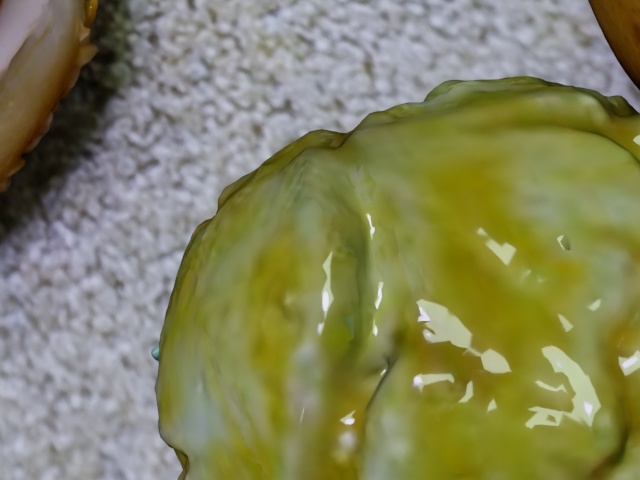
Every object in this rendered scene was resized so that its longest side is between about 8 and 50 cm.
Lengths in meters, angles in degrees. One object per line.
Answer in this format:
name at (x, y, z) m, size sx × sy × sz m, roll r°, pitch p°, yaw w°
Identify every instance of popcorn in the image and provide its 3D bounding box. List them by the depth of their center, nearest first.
popcorn at (0.053, 0.048, 0.474) m, size 0.221 × 0.184 × 0.204 m, roll -6°, pitch 68°, yaw 13°

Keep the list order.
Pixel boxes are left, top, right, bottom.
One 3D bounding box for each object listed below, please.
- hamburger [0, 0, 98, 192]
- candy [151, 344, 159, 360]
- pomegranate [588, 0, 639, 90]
hamburger at (-0.276, -0.136, 0.629) m, size 0.330 × 0.250 × 0.330 m, roll -8°, pitch 64°, yaw 17°
candy at (0.000, 0.000, 0.595) m, size 0.184 × 0.055 × 0.049 m, roll -36°, pitch 51°, yaw 8°
pomegranate at (0.216, -0.134, 0.465) m, size 0.264 × 0.264 × 0.264 m, roll -7°, pitch 62°, yaw 14°
